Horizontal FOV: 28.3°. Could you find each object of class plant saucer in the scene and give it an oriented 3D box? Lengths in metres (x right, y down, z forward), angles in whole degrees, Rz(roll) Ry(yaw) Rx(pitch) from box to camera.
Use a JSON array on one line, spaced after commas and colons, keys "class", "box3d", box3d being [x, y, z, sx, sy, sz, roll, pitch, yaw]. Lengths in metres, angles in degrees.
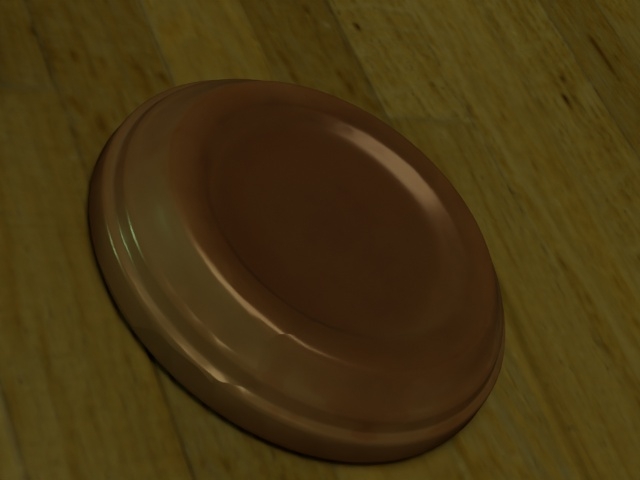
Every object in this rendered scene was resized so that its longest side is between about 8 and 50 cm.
[{"class": "plant saucer", "box3d": [0.000, 0.000, 0.547, 0.200, 0.037, 0.200, 21, 42, -20]}]
